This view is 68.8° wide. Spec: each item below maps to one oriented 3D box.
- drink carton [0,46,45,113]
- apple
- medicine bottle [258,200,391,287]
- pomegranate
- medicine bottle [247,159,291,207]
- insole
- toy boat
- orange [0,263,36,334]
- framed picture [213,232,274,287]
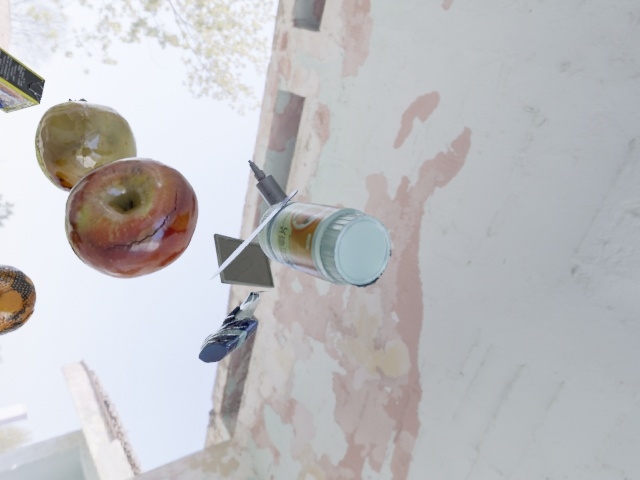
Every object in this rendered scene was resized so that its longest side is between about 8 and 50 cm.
[{"bbox_3d":[-0.473,-0.244,0.638,0.071,0.165,0.056,-5,-108,17],"label":"drink carton"},{"bbox_3d":[-0.396,-0.042,1.008,0.251,0.272,0.206,33,-25,14],"label":"apple"},{"bbox_3d":[0.000,0.000,1.014,0.318,0.157,0.158,13,-75,56],"label":"medicine bottle"},{"bbox_3d":[-0.734,-0.301,1.461,0.319,0.318,0.320,11,-77,52],"label":"pomegranate"},{"bbox_3d":[-0.136,-0.138,1.275,0.199,0.057,0.057,53,-39,-5],"label":"medicine bottle"},{"bbox_3d":[-0.126,-0.015,0.919,0.005,0.253,0.086,46,-21,-12],"label":"insole"},{"bbox_3d":[-0.243,0.233,1.297,0.210,0.292,0.070,-34,-76,10],"label":"toy boat"},{"bbox_3d":[-1.034,0.189,1.489,0.182,0.234,0.235,-37,-114,52],"label":"orange"},{"bbox_3d":[-0.274,0.079,1.714,0.023,0.259,0.189,-29,-116,32],"label":"framed picture"}]
